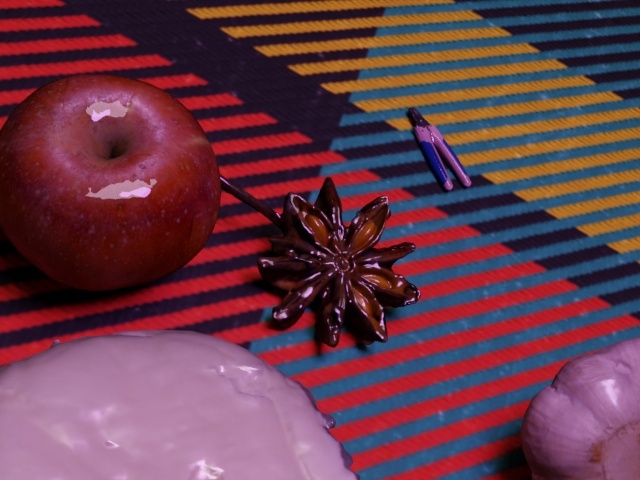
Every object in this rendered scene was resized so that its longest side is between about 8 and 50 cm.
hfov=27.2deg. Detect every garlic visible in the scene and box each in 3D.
[{"bbox_3d":[0.293,0.191,1.249,0.218,0.218,0.212,35,8,-2],"label":"garlic"}]

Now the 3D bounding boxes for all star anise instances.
[{"bbox_3d":[0.000,-0.003,1.265,0.177,0.073,0.234,-25,87,-32],"label":"star anise"}]

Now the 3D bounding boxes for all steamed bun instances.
[{"bbox_3d":[-0.130,0.240,0.905,0.312,0.233,0.334,0,48,-28],"label":"steamed bun"}]

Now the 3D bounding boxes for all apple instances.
[{"bbox_3d":[-0.186,-0.044,1.145,0.201,0.162,0.201,8,54,-11],"label":"apple"}]

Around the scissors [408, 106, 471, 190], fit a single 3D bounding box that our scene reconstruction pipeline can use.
[{"bbox_3d":[0.127,-0.103,1.465,0.039,0.012,0.113,-12,63,-37],"label":"scissors"}]
